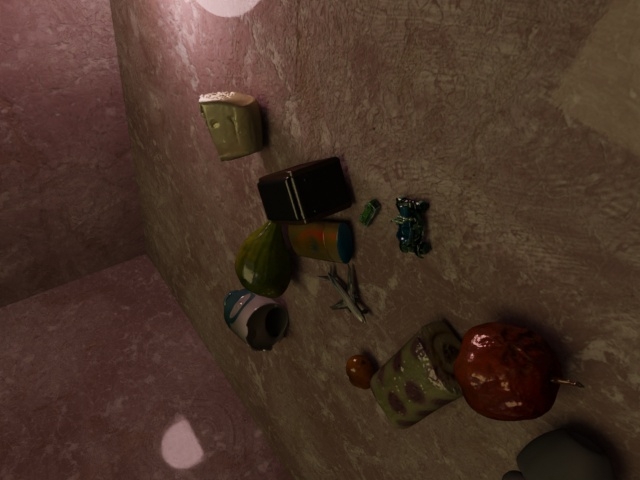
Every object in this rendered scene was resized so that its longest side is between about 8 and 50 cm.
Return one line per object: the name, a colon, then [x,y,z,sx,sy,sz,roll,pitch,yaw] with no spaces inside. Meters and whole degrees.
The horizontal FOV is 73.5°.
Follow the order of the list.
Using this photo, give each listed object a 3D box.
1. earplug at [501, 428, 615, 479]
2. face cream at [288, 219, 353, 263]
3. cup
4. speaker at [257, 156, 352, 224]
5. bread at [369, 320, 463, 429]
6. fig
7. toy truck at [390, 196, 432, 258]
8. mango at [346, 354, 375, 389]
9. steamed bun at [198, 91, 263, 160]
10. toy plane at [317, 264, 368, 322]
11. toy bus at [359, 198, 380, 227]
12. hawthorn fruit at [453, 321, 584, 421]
earplug: [0.518,0.544,0.930,0.214,0.175,0.326,28,142,38]
face cream: [0.000,0.000,1.390,0.285,0.067,0.139,6,118,53]
cup: [-0.276,0.355,1.904,0.257,0.219,0.290,23,161,47]
speaker: [-0.052,-0.144,1.266,0.231,0.192,0.153,4,115,58]
bread: [0.266,0.381,1.175,0.187,0.155,0.338,56,147,23]
fig: [-0.196,0.055,1.636,0.233,0.233,0.314,3,69,54]
toy truck: [0.216,-0.027,1.055,0.080,0.078,0.154,20,127,50]
mango: [0.142,0.454,1.474,0.105,0.084,0.159,23,151,27]
steamed bun: [-0.297,-0.391,1.467,0.170,0.200,0.226,-90,-1,-55]
toy plane: [0.081,0.180,1.400,0.226,0.058,0.226,44,138,25]
toy bus: [0.136,-0.076,1.182,0.037,0.031,0.083,47,144,17]
hawthorn fruit: [0.411,0.273,0.877,0.243,0.207,0.207,-5,107,51]
